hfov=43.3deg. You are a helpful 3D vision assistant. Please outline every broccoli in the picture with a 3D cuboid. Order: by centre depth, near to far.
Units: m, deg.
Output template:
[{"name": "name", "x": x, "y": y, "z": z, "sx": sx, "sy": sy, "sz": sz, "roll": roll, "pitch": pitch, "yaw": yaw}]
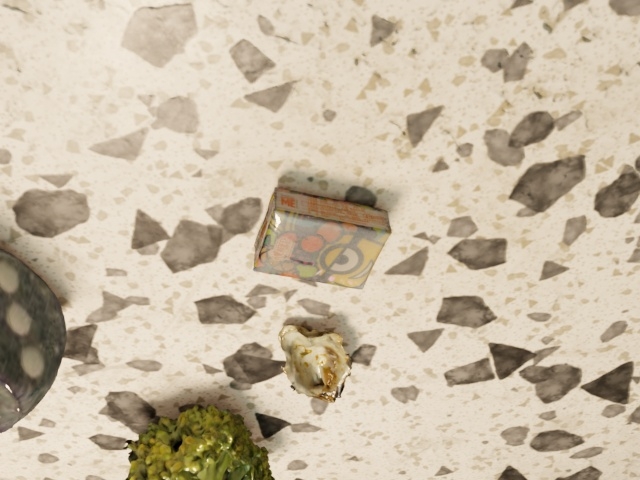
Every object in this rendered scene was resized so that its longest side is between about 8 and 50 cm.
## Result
[{"name": "broccoli", "x": -0.157, "y": 0.358, "z": 1.219, "sx": 0.180, "sy": 0.273, "sz": 0.242, "roll": -48, "pitch": 127, "yaw": -5}]

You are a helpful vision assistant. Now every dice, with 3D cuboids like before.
[{"name": "dice", "x": -0.442, "y": 0.126, "z": 1.003, "sx": 0.181, "sy": 0.183, "sz": 0.182, "roll": -18, "pitch": 131, "yaw": 16}]

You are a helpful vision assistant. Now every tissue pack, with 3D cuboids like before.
[{"name": "tissue pack", "x": 0.000, "y": 0.000, "z": 0.990, "sx": 0.148, "sy": 0.060, "sz": 0.109, "roll": 11, "pitch": 131, "yaw": -14}]

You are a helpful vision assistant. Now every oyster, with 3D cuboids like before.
[{"name": "oyster", "x": -0.004, "y": 0.177, "z": 1.163, "sx": 0.103, "sy": 0.051, "sz": 0.148, "roll": -3, "pitch": 118, "yaw": 3}]
